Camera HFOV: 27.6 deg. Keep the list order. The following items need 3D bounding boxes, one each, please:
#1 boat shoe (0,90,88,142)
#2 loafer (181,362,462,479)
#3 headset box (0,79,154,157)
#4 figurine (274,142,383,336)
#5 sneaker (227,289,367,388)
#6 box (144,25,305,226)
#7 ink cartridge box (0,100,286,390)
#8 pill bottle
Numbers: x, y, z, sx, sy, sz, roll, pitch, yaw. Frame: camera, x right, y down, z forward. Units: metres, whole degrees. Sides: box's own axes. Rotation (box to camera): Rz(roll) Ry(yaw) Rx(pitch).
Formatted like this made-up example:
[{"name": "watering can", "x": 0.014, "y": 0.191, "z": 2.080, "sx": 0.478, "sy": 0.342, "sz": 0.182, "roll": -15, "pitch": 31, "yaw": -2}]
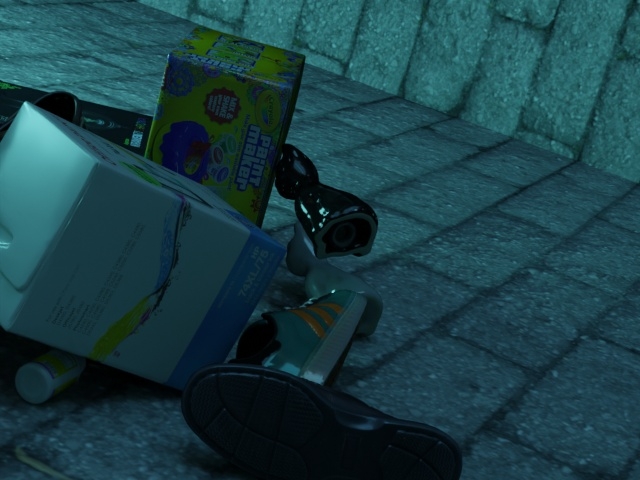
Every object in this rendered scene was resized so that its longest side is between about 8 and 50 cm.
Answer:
[{"name": "boat shoe", "x": -0.384, "y": -0.077, "z": 1.565, "sx": 0.132, "sy": 0.130, "sz": 0.355, "roll": 13, "pitch": 33, "yaw": 6}, {"name": "loafer", "x": -0.005, "y": 0.198, "z": 1.347, "sx": 0.302, "sy": 0.109, "sz": 0.095, "roll": 19, "pitch": 0, "yaw": -13}, {"name": "headset box", "x": -0.398, "y": -0.128, "z": 1.909, "sx": 0.283, "sy": 0.131, "sz": 0.246, "roll": 13, "pitch": 17, "yaw": -7}, {"name": "figurine", "x": 0.000, "y": 0.000, "z": 1.745, "sx": 0.092, "sy": 0.215, "sz": 0.209, "roll": -17, "pitch": 37, "yaw": -16}, {"name": "sneaker", "x": -0.027, "y": 0.116, "z": 1.531, "sx": 0.121, "sy": 0.108, "sz": 0.302, "roll": 22, "pitch": 20, "yaw": 6}, {"name": "box", "x": -0.146, "y": -0.130, "z": 1.871, "sx": 0.177, "sy": 0.290, "sz": 0.279, "roll": 15, "pitch": 17, "yaw": -2}, {"name": "ink cartridge box", "x": -0.224, "y": 0.012, "z": 1.412, "sx": 0.270, "sy": 0.197, "sz": 0.198, "roll": 26, "pitch": 7, "yaw": -43}, {"name": "pill bottle", "x": -0.278, "y": 0.137, "z": 1.354, "sx": 0.043, "sy": 0.043, "sz": 0.083, "roll": 21, "pitch": 18, "yaw": 15}]
